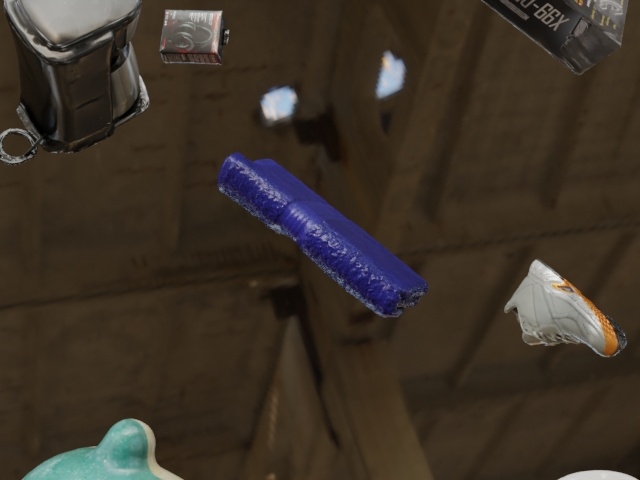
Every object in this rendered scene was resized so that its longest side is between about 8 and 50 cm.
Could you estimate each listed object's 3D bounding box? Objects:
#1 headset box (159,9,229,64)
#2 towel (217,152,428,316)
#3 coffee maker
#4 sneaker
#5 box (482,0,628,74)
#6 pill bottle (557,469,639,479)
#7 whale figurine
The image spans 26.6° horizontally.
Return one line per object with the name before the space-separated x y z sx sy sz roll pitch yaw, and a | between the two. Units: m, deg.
headset box | -0.156 -0.256 1.701 0.083 0.062 0.032 3 -19 8
towel | 0.000 0.000 1.862 0.076 0.308 0.228 -53 -11 9
coffee maker | -0.247 -0.166 1.310 0.171 0.120 0.178 -56 -10 -23
sneaker | 0.391 0.138 2.183 0.099 0.262 0.121 35 -83 -29
box | 0.270 -0.385 1.633 0.242 0.307 0.076 33 -40 -20
pill bottle | 0.343 0.407 1.635 0.131 0.131 0.229 -14 -72 -10
whale figurine | -0.157 0.254 1.093 0.272 0.216 0.141 -9 -5 39
